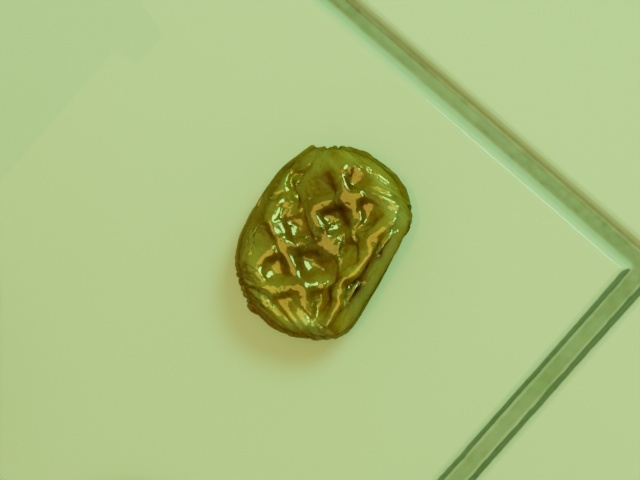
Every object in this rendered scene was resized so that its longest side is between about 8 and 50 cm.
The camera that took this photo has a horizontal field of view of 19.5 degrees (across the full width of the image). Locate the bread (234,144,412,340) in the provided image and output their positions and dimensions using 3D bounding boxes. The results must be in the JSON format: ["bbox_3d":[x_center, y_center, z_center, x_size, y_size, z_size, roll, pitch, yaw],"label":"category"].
[{"bbox_3d":[0.000,0.000,1.029,0.083,0.044,0.110,30,90,10],"label":"bread"}]
